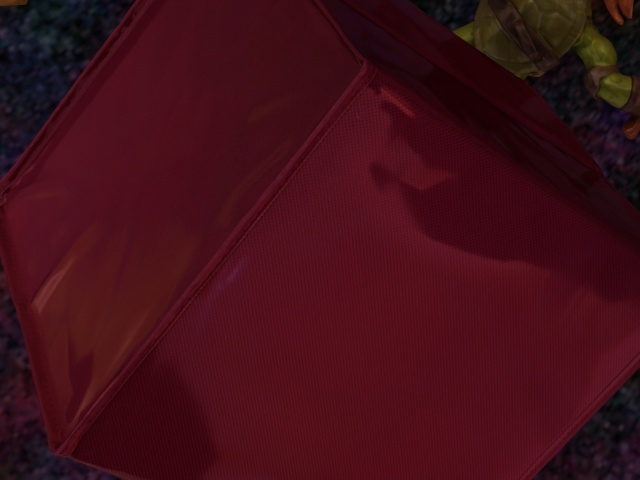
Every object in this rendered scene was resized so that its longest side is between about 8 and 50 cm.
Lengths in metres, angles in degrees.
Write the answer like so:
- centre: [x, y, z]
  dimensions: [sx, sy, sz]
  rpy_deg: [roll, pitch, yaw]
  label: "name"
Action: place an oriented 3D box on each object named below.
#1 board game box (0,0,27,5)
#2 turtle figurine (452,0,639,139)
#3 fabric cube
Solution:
- centre: [-0.160, -0.233, 0.716]
  dimensions: [0.039, 0.259, 0.124]
  rpy_deg: [1, 161, 7]
  label: "board game box"
- centre: [0.143, -0.128, 1.037]
  dimensions: [0.217, 0.087, 0.269]
  rpy_deg: [-41, 75, 20]
  label: "turtle figurine"
- centre: [0.000, 0.000, 0.868]
  dimensions: [0.258, 0.259, 0.254]
  rpy_deg: [28, 110, -33]
  label: "fabric cube"
